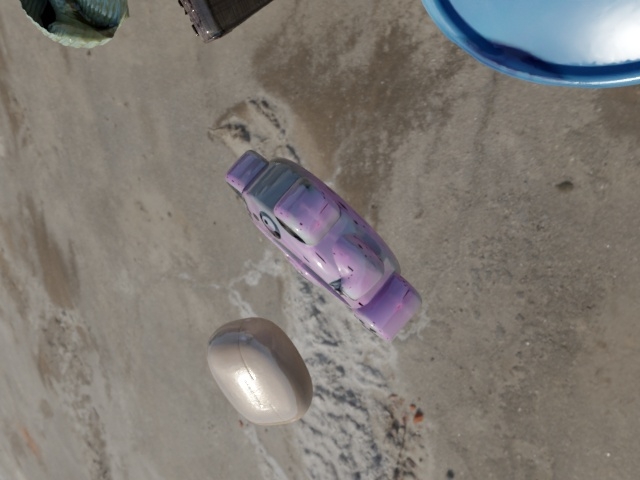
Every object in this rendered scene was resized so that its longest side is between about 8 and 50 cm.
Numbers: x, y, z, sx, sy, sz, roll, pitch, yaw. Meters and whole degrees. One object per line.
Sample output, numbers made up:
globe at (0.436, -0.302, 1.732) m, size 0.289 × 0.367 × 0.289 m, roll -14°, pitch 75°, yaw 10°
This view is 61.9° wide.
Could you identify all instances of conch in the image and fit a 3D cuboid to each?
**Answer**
conch at (-0.364, -0.345, 0.798) m, size 0.102 × 0.153 × 0.135 m, roll 144°, pitch 116°, yaw -64°

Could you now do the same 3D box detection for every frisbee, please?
frisbee at (0.177, -0.186, 0.333) m, size 0.241 × 0.045 × 0.242 m, roll 17°, pitch 161°, yaw 6°

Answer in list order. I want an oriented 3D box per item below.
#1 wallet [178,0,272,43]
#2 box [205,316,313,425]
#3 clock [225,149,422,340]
wallet at (-0.106, -0.284, 0.408) m, size 0.042 × 0.124 × 0.230 m, roll 0°, pitch 130°, yaw 45°
box at (-0.095, 0.211, 0.849) m, size 0.145 × 0.088 × 0.200 m, roll -16°, pitch 118°, yaw 21°
clock at (0.000, 0.000, 0.670) m, size 0.227 × 0.090 × 0.248 m, roll 33°, pitch 169°, yaw 50°
